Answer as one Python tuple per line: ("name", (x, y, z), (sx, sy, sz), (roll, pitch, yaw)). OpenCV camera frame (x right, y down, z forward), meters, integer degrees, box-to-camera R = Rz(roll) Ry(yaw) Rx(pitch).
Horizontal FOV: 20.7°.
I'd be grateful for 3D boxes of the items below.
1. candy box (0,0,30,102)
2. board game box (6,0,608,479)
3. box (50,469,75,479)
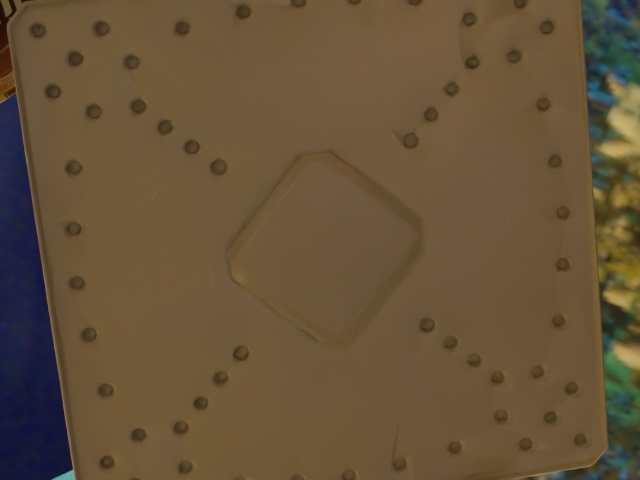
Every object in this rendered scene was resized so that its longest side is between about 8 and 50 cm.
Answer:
("candy box", (-0.278, -0.212, 1.414), (0.109, 0.187, 0.053), (-39, -147, -23))
("board game box", (0.000, 0.000, 1.240), (0.050, 0.389, 0.390), (-125, -152, -72))
("box", (-0.221, 0.283, 1.492), (0.091, 0.170, 0.130), (4, -76, 34))
